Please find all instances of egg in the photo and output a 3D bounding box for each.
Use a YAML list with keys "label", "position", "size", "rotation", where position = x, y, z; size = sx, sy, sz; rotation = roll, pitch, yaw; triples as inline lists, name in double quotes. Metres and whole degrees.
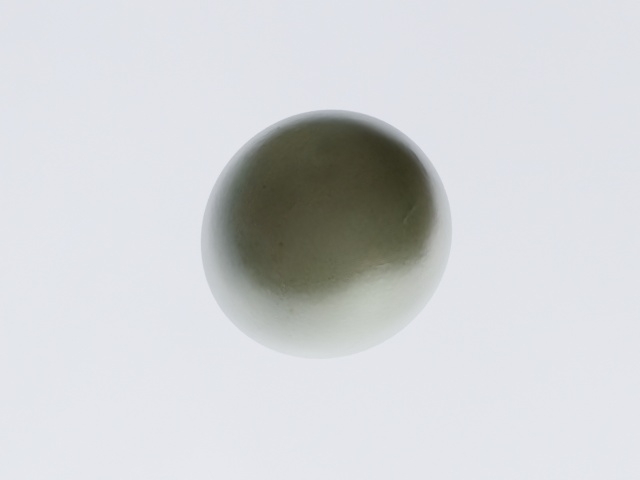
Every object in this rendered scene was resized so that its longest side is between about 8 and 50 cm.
- label: "egg"
  position: [0.000, 0.000, 1.417]
  size: [0.189, 0.253, 0.188]
  rotation: [6, -111, -16]
